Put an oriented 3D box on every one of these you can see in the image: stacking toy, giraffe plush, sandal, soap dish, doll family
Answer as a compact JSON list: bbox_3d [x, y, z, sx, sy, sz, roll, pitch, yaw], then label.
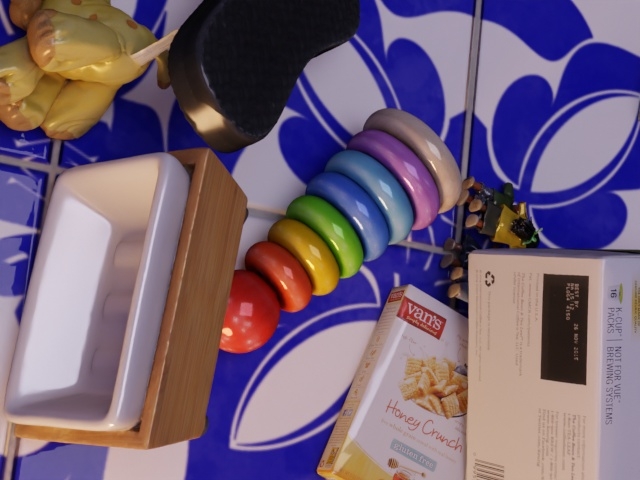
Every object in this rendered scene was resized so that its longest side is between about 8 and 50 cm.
[{"bbox_3d":[0.000,0.000,1.514,0.330,0.141,0.141,-41,101,-22],"label":"stacking toy"},{"bbox_3d":[-0.258,-0.228,1.408,0.210,0.181,0.170,-25,68,1],"label":"giraffe plush"},{"bbox_3d":[-0.072,-0.233,1.456,0.167,0.107,0.446,62,30,-18],"label":"sandal"},{"bbox_3d":[-0.189,0.062,1.363,0.118,0.229,0.291,22,72,-39],"label":"soap dish"},{"bbox_3d":[0.212,0.016,1.649,0.111,0.076,0.193,24,77,-26],"label":"doll family"}]

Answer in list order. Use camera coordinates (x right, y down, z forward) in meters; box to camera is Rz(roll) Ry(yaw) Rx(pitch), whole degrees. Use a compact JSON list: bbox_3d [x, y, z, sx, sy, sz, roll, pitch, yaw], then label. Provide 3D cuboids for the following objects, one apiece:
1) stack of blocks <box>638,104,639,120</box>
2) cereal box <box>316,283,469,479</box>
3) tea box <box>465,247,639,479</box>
[{"bbox_3d":[0.580,-0.199,1.852,0.297,0.087,0.171,19,74,-23],"label":"stack of blocks"},{"bbox_3d":[0.116,0.194,1.583,0.173,0.047,0.240,30,70,-20],"label":"cereal box"},{"bbox_3d":[0.351,0.175,1.565,0.323,0.220,0.329,2,91,-33],"label":"tea box"}]
